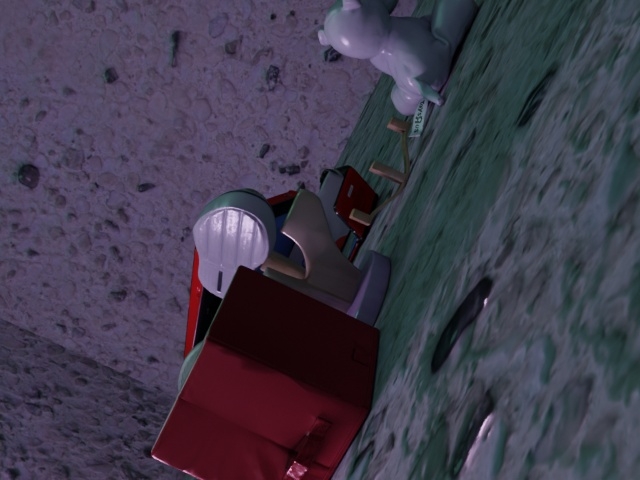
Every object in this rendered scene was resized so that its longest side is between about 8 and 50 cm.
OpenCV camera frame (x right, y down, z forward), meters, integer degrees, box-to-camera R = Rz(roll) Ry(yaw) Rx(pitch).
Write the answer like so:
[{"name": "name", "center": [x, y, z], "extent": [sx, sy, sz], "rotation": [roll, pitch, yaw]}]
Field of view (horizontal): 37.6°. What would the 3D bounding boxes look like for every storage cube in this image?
[{"name": "storage cube", "center": [-0.059, 0.175, 1.102], "extent": [0.215, 0.193, 0.184], "rotation": [-71, 8, -65]}]

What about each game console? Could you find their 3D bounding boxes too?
[{"name": "game console", "center": [0.053, -0.043, 1.770], "extent": [0.085, 0.124, 0.144], "rotation": [-30, 24, 32]}, {"name": "game console", "center": [-0.145, 0.079, 2.020], "extent": [0.386, 0.060, 0.342], "rotation": [-23, -55, -55]}]

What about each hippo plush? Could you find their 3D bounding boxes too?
[{"name": "hippo plush", "center": [0.113, -0.343, 1.677], "extent": [0.234, 0.236, 0.294], "rotation": [123, 171, -61]}]

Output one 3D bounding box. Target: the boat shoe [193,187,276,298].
[{"name": "boat shoe", "center": [-0.117, -0.009, 1.320], "extent": [0.302, 0.109, 0.094], "rotation": [121, 174, -64]}]

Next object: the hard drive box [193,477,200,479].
[{"name": "hard drive box", "center": [-0.208, 0.499, 1.761], "extent": [0.232, 0.089, 0.181], "rotation": [-130, 65, -85]}]

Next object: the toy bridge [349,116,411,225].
[{"name": "toy bridge", "center": [0.111, -0.110, 1.533], "extent": [0.026, 0.063, 0.188], "rotation": [140, 153, -80]}]

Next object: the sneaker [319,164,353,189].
[{"name": "sneaker", "center": [0.040, -0.077, 2.201], "extent": [0.106, 0.078, 0.234], "rotation": [-32, -38, -44]}]

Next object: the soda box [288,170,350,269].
[{"name": "soda box", "center": [0.000, 0.000, 2.041], "extent": [0.091, 0.098, 0.286], "rotation": [131, 165, -83]}]

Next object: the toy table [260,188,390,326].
[{"name": "toy table", "center": [-0.011, 0.072, 1.341], "extent": [0.274, 0.161, 0.252], "rotation": [152, 143, -81]}]

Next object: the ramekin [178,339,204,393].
[{"name": "ramekin", "center": [-0.177, 0.295, 1.864], "extent": [0.207, 0.207, 0.109], "rotation": [-64, 13, 5]}]
